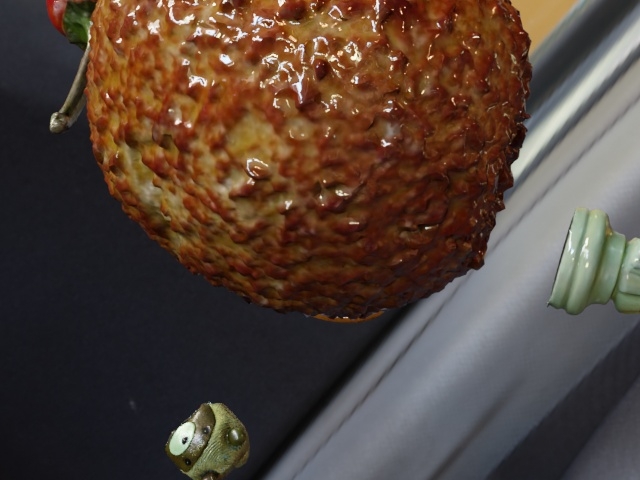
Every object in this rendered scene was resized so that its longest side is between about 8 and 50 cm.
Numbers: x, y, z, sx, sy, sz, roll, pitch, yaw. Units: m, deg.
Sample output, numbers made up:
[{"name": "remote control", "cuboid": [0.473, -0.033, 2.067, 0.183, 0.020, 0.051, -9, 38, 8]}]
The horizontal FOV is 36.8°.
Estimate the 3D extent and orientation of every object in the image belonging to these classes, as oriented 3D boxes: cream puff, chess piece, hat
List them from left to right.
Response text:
[{"name": "hat", "cuboid": [-0.106, 0.210, 0.970, 0.059, 0.077, 0.076, 30, -22, 41]}, {"name": "cream puff", "cuboid": [-0.016, -0.076, 0.664, 0.350, 0.350, 0.229, 29, 52, -11]}, {"name": "chess piece", "cuboid": [0.513, 0.062, 1.473, 0.298, 0.176, 0.176, 15, 9, 14]}]

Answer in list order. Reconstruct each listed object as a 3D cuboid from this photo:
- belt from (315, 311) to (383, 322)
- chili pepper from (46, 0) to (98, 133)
[{"name": "belt", "cuboid": [0.000, 0.000, 1.282, 0.261, 0.184, 0.105, 18, 30, 21]}, {"name": "chili pepper", "cuboid": [-0.168, -0.223, 0.841, 0.131, 0.338, 0.134, 20, -17, 21]}]
